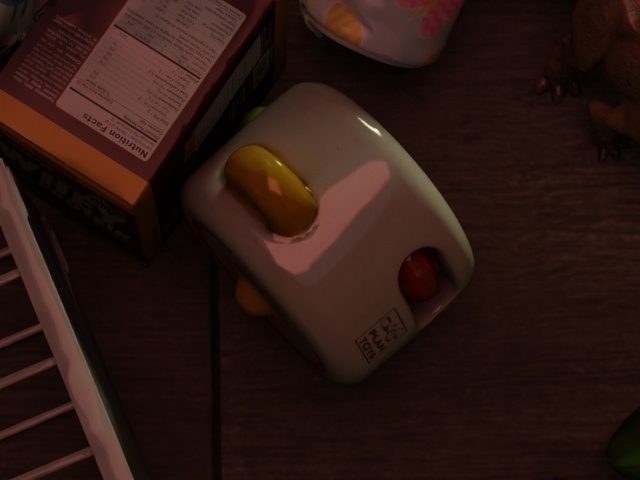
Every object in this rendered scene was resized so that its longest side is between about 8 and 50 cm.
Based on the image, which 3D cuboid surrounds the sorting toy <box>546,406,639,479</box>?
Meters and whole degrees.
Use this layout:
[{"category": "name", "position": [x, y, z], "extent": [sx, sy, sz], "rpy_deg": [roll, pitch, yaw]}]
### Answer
[{"category": "sorting toy", "position": [0.309, 0.154, 1.307], "extent": [0.365, 0.127, 0.126], "rpy_deg": [-34, 99, 1]}]

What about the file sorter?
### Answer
[{"category": "file sorter", "position": [-0.229, 0.122, 1.259], "extent": [0.173, 0.193, 0.278], "rpy_deg": [-24, 78, -4]}]

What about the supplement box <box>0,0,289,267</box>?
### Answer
[{"category": "supplement box", "position": [-0.128, -0.111, 1.313], "extent": [0.129, 0.191, 0.194], "rpy_deg": [32, 78, 5]}]

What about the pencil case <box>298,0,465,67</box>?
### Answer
[{"category": "pencil case", "position": [0.081, -0.261, 1.329], "extent": [0.124, 0.113, 0.273], "rpy_deg": [7, 118, -32]}]

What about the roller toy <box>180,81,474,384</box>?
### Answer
[{"category": "roller toy", "position": [0.000, 0.000, 1.287], "extent": [0.146, 0.209, 0.191], "rpy_deg": [-41, 101, -9]}]

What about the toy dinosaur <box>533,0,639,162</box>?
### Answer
[{"category": "toy dinosaur", "position": [0.243, -0.144, 1.323], "extent": [0.127, 0.200, 0.296], "rpy_deg": [-38, 79, -9]}]

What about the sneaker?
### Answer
[{"category": "sneaker", "position": [-0.222, -0.151, 1.305], "extent": [0.085, 0.237, 0.086], "rpy_deg": [-35, 96, 11]}]
